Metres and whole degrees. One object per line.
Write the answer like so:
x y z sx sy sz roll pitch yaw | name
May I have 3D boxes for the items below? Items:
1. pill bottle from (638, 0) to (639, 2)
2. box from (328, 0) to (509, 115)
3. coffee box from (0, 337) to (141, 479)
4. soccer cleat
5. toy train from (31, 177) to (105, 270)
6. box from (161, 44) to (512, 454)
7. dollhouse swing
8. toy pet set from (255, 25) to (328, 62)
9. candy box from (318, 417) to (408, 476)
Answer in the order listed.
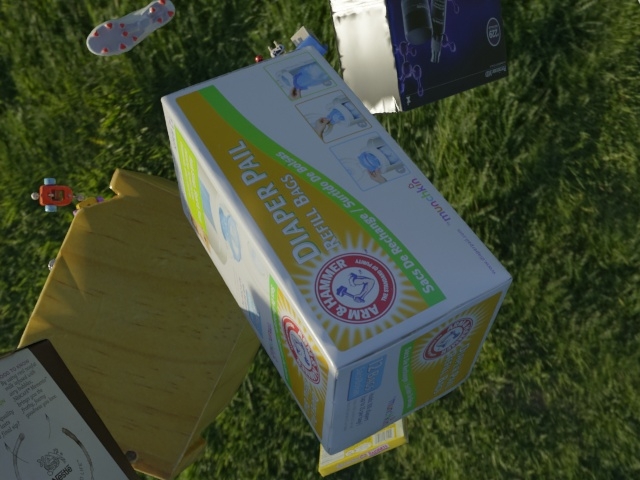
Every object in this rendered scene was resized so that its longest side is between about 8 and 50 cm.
0.277 -0.186 0.489 0.116 0.065 0.065 -33 105 29 | pill bottle
0.138 -0.284 0.977 0.103 0.261 0.184 8 115 43 | box
-0.168 0.203 0.431 0.141 0.098 0.246 -35 86 20 | coffee box
-0.381 -0.427 1.467 0.196 0.076 0.068 -34 109 -16 | soccer cleat
-0.442 -0.027 1.281 0.125 0.046 0.166 -6 93 -33 | toy train
0.000 0.000 0.427 0.103 0.203 0.114 -24 149 -18 | box
-0.210 0.099 1.048 0.315 0.305 0.347 24 96 -9 | dollhouse swing
-0.039 -0.337 1.370 0.114 0.122 0.065 -40 65 22 | toy pet set
0.092 0.434 1.571 0.205 0.105 0.027 -26 107 14 | candy box
